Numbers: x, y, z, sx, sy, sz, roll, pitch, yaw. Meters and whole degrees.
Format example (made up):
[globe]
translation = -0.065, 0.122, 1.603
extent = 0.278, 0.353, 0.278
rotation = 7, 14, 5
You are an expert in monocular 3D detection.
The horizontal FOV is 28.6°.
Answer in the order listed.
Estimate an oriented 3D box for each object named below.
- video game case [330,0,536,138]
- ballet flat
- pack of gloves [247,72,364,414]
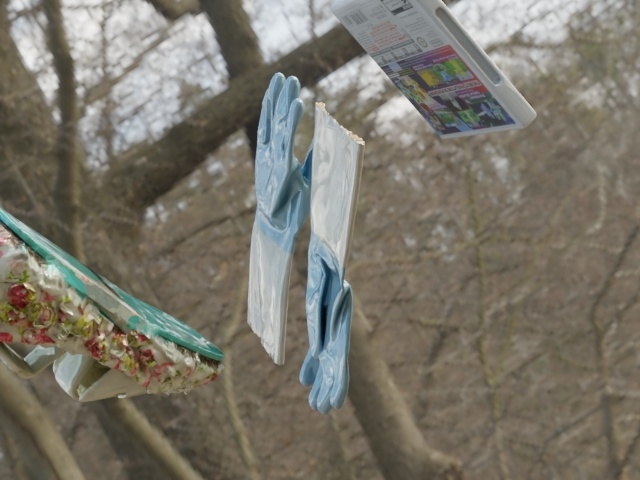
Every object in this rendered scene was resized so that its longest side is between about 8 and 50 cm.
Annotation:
[video game case]
translation = 0.103, -0.175, 1.207
extent = 0.023, 0.183, 0.201
rotation = -45, 13, -11
[ballet flat]
translation = -0.148, 0.053, 0.754
extent = 0.077, 0.091, 0.241
rotation = -53, -37, -2
[pack of gloves]
translation = 0.000, 0.000, 0.932
extent = 0.046, 0.195, 0.232
rotation = -6, -63, -22
